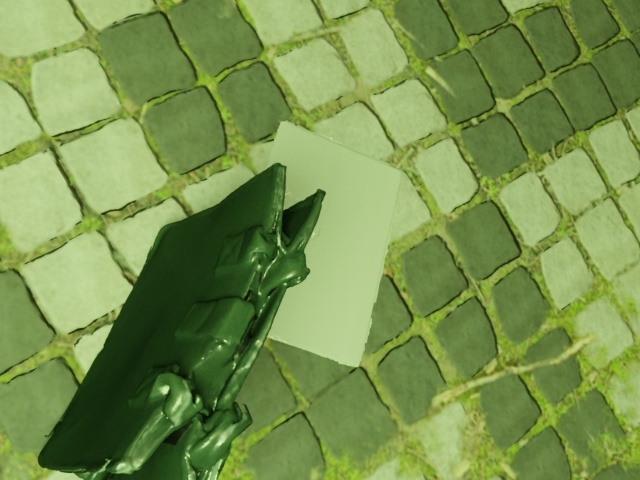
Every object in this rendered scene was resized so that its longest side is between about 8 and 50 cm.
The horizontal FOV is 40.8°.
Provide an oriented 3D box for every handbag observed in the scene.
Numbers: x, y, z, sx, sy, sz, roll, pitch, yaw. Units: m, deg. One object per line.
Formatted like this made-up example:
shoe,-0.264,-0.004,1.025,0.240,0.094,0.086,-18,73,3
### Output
handbag,-0.107,0.078,0.672,0.079,0.260,0.248,33,64,-19

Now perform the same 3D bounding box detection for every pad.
pad,0.000,0.000,0.886,0.156,0.004,0.232,21,69,-18
